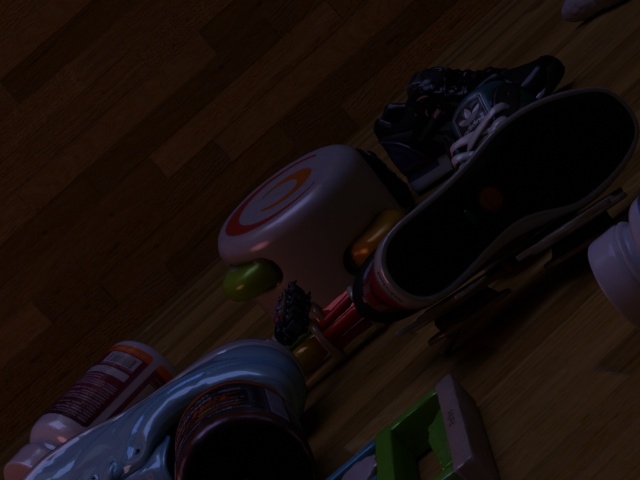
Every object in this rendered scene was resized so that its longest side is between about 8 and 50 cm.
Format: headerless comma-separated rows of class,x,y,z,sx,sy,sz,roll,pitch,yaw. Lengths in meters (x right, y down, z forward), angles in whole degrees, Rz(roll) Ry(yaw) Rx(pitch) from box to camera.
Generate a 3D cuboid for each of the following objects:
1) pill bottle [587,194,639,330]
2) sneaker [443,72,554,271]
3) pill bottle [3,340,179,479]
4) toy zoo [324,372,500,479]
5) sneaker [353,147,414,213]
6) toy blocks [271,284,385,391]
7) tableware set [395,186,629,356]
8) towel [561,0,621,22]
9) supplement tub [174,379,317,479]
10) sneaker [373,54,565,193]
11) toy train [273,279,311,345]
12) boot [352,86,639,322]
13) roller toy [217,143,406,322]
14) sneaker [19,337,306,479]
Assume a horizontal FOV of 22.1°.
pill bottle,0.222,-0.010,0.916,0.137,0.078,0.078,-38,7,25
sneaker,0.157,-0.069,1.471,0.108,0.121,0.302,-39,7,20
pill bottle,-0.267,0.229,1.950,0.221,0.121,0.121,-46,8,-37
toy zoo,-0.013,0.210,1.041,0.293,0.030,0.192,-41,7,6
sneaker,0.031,-0.027,2.078,0.162,0.106,0.281,-46,-4,7
toy blocks,0.022,0.075,1.599,0.148,0.054,0.123,-40,7,7
tableware set,0.155,0.029,1.235,0.194,0.039,0.128,-33,-3,16
towel,0.464,-0.414,2.262,0.282,0.049,0.187,-43,6,-15
supplement tub,-0.061,0.166,1.268,0.106,0.106,0.198,-42,7,-1
sneaker,0.168,-0.165,2.006,0.283,0.124,0.107,-35,10,44
toy train,-0.028,0.071,1.570,0.036,0.027,0.158,-51,7,9
boot,0.131,-0.025,1.294,0.244,0.088,0.176,-36,-4,-12
roller toy,0.000,0.000,1.813,0.209,0.146,0.191,-34,17,14
sneaker,-0.166,0.214,1.431,0.366,0.135,0.150,-43,4,-3
